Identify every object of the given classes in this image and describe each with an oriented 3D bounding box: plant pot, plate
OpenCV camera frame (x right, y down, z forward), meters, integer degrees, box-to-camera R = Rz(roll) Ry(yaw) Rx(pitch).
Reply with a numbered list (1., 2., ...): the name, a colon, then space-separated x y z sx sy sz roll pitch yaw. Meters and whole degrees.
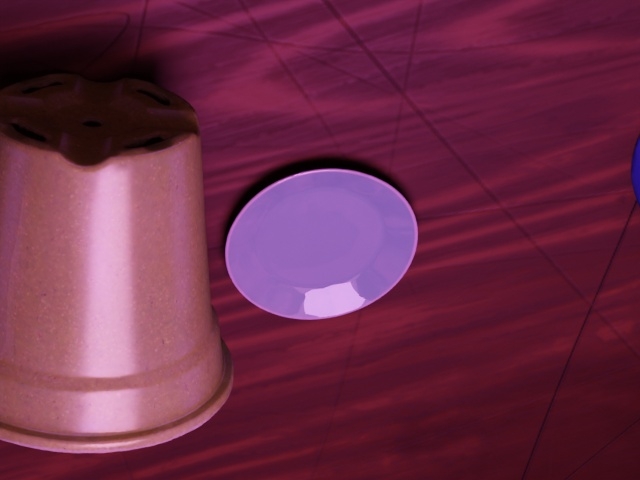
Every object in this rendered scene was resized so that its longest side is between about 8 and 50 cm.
1. plant pot: -0.201 0.002 1.461 0.276 0.276 0.254 1 117 -12
2. plate: 0.000 0.000 1.629 0.188 0.024 0.188 -6 131 -7

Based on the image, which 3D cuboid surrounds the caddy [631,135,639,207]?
1. caddy: 0.437 -0.070 1.554 0.241 0.179 0.341 9 127 -19
